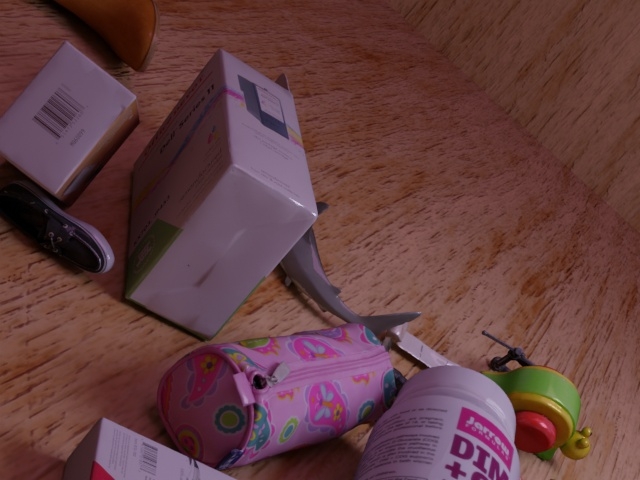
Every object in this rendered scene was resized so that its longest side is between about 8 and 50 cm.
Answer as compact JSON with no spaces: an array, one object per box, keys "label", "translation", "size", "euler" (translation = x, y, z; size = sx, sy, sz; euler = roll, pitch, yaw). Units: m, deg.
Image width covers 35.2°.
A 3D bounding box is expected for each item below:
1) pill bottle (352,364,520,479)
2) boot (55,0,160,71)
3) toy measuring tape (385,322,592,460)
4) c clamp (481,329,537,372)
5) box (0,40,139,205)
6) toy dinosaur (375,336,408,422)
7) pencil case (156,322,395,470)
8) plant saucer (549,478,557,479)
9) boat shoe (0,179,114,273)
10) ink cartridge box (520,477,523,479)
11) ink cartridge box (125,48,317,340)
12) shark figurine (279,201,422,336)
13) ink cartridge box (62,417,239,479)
[{"label":"pill bottle","translation":[0.109,0.253,0.985],"size":[0.160,0.160,0.283],"euler":[38,31,-4]},{"label":"boot","translation":[-0.361,-0.358,1.473],"size":[0.211,0.104,0.295],"euler":[15,29,-35]},{"label":"toy measuring tape","translation":[0.246,0.190,1.366],"size":[0.330,0.121,0.121],"euler":[37,24,-9]},{"label":"c clamp","translation":[0.288,0.183,1.476],"size":[0.137,0.022,0.161],"euler":[32,-15,11]},{"label":"box","translation":[-0.266,-0.117,1.065],"size":[0.091,0.130,0.170],"euler":[38,-6,-5]},{"label":"toy dinosaur","translation":[0.092,0.192,1.222],"size":[0.118,0.064,0.268],"euler":[41,16,-41]},{"label":"pencil case","translation":[-0.033,0.153,1.032],"size":[0.124,0.124,0.284],"euler":[51,25,23]},{"label":"plant saucer","translation":[0.323,0.389,1.165],"size":[0.188,0.045,0.188],"euler":[59,23,-7]},{"label":"boat shoe","translation":[-0.279,-0.009,1.049],"size":[0.142,0.049,0.040],"euler":[37,29,8]},{"label":"ink cartridge box","translation":[0.206,0.297,1.204],"size":[0.115,0.063,0.029],"euler":[44,25,4]},{"label":"ink cartridge box","translation":[-0.125,-0.081,1.190],"size":[0.119,0.207,0.353],"euler":[30,25,-25]},{"label":"shark figurine","translation":[0.000,0.014,1.329],"size":[0.166,0.116,0.278],"euler":[9,37,-47]},{"label":"ink cartridge box","translation":[-0.134,0.228,0.827],"size":[0.150,0.063,0.109],"euler":[31,26,-21]}]
